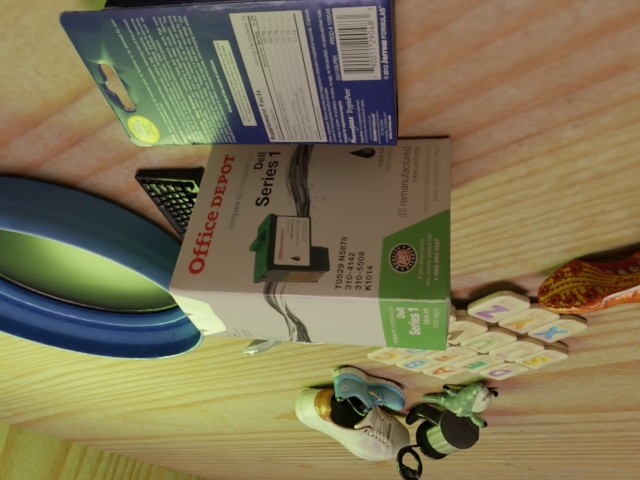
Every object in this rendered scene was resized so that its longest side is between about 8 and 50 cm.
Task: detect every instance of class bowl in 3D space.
[{"bbox_3d":[-0.337,0.053,0.740,0.390,0.077,0.391,6,149,4],"label":"bowl"}]

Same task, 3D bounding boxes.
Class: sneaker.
[{"bbox_3d":[0.315,0.048,0.582,0.175,0.064,0.067,-20,136,38],"label":"sneaker"},{"bbox_3d":[0.095,0.378,1.141,0.290,0.106,0.123,28,146,-27],"label":"sneaker"},{"bbox_3d":[0.086,0.289,1.028,0.162,0.073,0.063,25,145,-25],"label":"sneaker"}]

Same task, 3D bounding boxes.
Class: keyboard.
[{"bbox_3d":[-0.121,-0.016,0.624,0.108,0.023,0.180,0,149,14],"label":"keyboard"}]

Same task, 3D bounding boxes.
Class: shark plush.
[{"bbox_3d":[0.252,0.280,1.025,0.067,0.073,0.161,44,159,-18],"label":"shark plush"}]

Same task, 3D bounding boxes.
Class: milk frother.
[{"bbox_3d":[0.232,0.417,1.140,0.129,0.143,0.135,16,148,-5],"label":"milk frother"}]

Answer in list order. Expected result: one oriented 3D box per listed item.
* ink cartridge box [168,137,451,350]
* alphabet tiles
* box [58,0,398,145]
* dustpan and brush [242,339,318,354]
[{"bbox_3d":[0.000,0.000,0.486,0.219,0.160,0.093,1,147,12],"label":"ink cartridge box"},{"bbox_3d":[0.209,0.146,0.789,0.284,0.021,0.278,20,145,-28],"label":"alphabet tiles"},{"bbox_3d":[-0.057,-0.125,0.413,0.225,0.037,0.136,1,148,10],"label":"box"},{"bbox_3d":[-0.033,0.119,0.789,0.211,0.060,0.147,-20,139,38],"label":"dustpan and brush"}]
